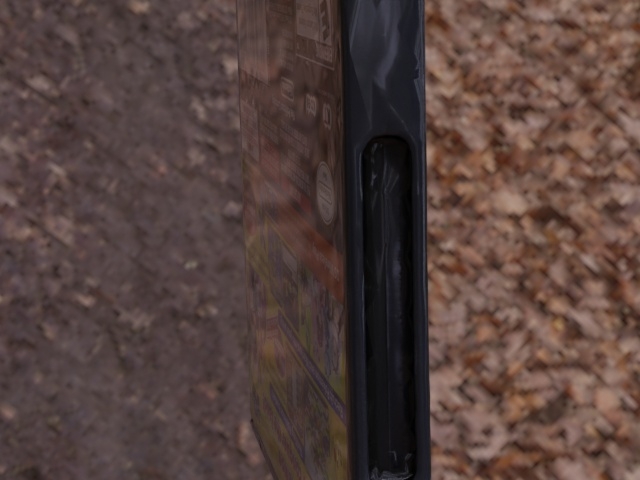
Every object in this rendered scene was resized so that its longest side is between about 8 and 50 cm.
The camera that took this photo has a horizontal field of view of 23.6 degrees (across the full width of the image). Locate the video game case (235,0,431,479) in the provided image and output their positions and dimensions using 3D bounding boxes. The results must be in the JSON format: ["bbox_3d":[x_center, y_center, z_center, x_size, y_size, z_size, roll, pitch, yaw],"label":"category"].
[{"bbox_3d":[0.000,0.000,0.638,0.035,0.248,0.275,-3,11,-10],"label":"video game case"}]
